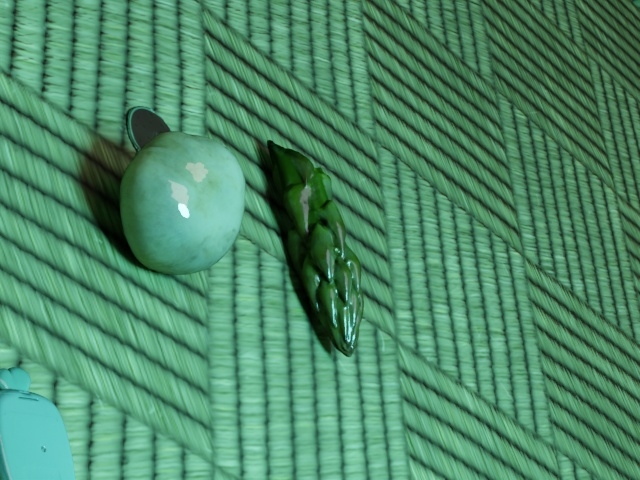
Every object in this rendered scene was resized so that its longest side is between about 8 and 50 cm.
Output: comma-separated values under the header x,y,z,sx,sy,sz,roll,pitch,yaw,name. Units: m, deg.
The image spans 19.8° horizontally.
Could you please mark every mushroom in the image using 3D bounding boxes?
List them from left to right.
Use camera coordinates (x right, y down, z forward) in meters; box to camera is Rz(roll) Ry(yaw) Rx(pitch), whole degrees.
x,y,z,sx,sy,sz,roll,pitch,yaw,name
-0.149,-0.040,1.876,0.154,0.122,0.154,-22,119,-49,mushroom

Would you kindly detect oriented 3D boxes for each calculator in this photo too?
x,y,z,sx,sy,sz,roll,pitch,yaw,name
-0.252,0.178,1.590,0.095,0.021,0.153,16,53,-52,calculator

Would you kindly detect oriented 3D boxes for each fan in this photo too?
x,y,z,sx,sy,sz,roll,pitch,yaw,name
-0.164,-0.097,2.014,0.133,0.005,0.085,38,34,-32,fan

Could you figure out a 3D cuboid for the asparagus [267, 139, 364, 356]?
x,y,z,sx,sy,sz,roll,pitch,yaw,name
0.000,0.000,2.109,0.080,0.080,0.287,17,52,-51,asparagus
